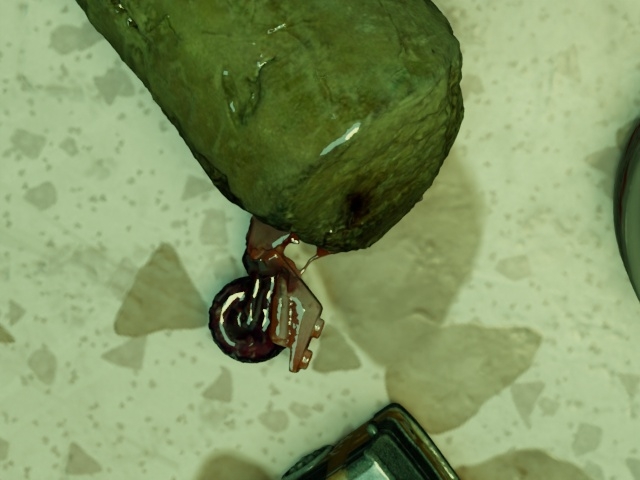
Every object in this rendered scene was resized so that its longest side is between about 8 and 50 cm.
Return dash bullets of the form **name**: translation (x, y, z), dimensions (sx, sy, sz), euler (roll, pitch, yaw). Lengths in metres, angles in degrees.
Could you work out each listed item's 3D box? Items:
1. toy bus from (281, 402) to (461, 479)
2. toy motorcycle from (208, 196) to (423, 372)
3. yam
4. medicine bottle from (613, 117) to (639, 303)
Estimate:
- **toy bus**: translation (-0.020, 0.253, 1.391), dimensions (0.275, 0.167, 0.138), euler (-35, 92, 8)
- **toy motorcycle**: translation (0.000, 0.000, 1.394), dimensions (0.118, 0.084, 0.213), euler (22, 90, 5)
- **yam**: translation (-0.033, -0.144, 1.299), dimensions (0.195, 0.195, 0.300), euler (-41, 71, 9)
- **medicine bottle**: translation (0.323, -0.011, 1.250), dimensions (0.245, 0.306, 0.245), euler (1, 97, 6)
